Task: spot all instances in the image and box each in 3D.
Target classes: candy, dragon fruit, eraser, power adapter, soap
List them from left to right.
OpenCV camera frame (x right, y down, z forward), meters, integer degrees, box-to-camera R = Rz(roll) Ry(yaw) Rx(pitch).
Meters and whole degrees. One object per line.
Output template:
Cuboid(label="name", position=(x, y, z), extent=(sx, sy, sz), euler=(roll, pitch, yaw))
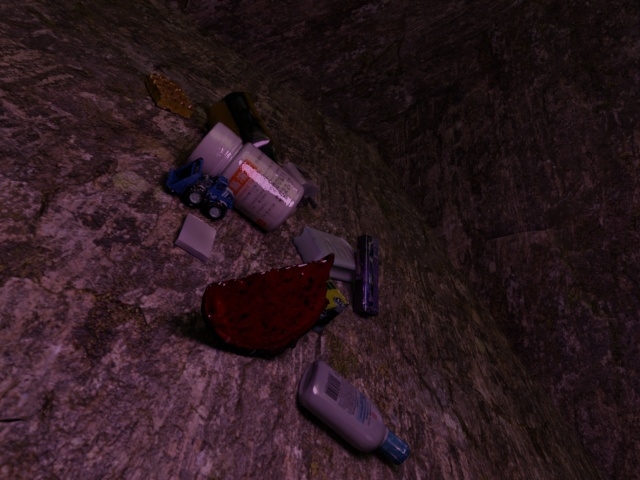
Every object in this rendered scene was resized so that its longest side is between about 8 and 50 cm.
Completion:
Cuboid(label="eraser", position=(-0.352, -0.010, 1.362), extent=(0.104, 0.023, 0.150), euler=(35, 25, -22))
Cuboid(label="dragon fruit", position=(-0.134, 0.164, 1.170), extent=(0.344, 0.282, 0.100), euler=(-11, 29, -30))
Cuboid(label="power adapter", position=(-0.087, -0.214, 2.037), extent=(0.130, 0.125, 0.204), euler=(10, 40, -55))
Cuboid(label="soap", position=(0.045, 0.059, 1.830), extent=(0.290, 0.095, 0.172), euler=(18, 35, -48))
Cuboid(label="candy", position=(0.176, 0.129, 1.799), extent=(0.088, 0.061, 0.312), euler=(26, 59, -42))

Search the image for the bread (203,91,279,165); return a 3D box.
Cuboid(label="bread", position=(-0.306, -0.398, 1.864), extent=(0.376, 0.208, 0.251), euler=(58, -8, 25))

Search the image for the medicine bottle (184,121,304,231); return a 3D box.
Cuboid(label="medicine bottle", position=(-0.256, -0.215, 1.637), extent=(0.372, 0.211, 0.211), euler=(38, 23, -15))

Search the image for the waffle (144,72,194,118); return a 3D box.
Cuboid(label="waffle", position=(-0.602, -0.584, 1.888), extent=(0.161, 0.055, 0.210), euler=(13, 37, -51))

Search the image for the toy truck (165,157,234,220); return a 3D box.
Cuboid(label="toy truck", position=(-0.364, -0.166, 1.477), extent=(0.208, 0.126, 0.113), euler=(31, 26, -28))

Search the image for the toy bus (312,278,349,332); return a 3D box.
Cuboid(label="toy bus", position=(-0.043, 0.191, 1.410), extent=(0.150, 0.128, 0.262), euler=(53, 23, 19))

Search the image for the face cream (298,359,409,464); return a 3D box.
Cuboid(label="face cream", position=(0.091, 0.457, 1.238), extent=(0.337, 0.080, 0.163), euler=(41, 22, -9))
